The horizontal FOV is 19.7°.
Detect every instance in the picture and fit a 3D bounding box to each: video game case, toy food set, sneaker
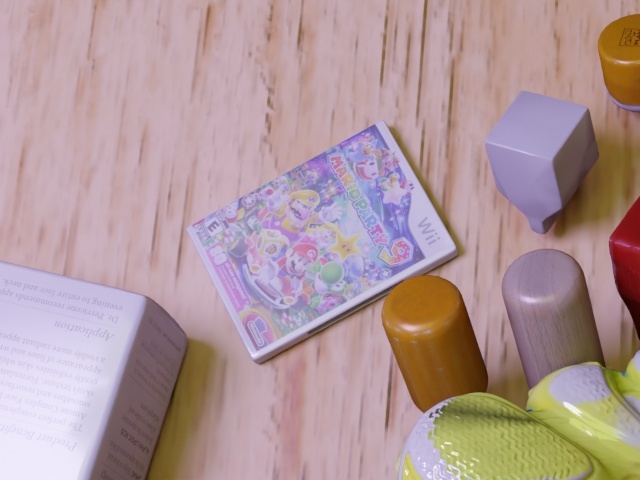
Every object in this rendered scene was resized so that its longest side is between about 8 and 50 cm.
[{"bbox_3d":[0.000,0.000,0.976,0.122,0.011,0.087,-29,66,1],"label":"video game case"},{"bbox_3d":[0.136,0.003,0.917,0.111,0.104,0.232,17,56,32],"label":"toy food set"},{"bbox_3d":[0.141,0.118,0.869,0.240,0.126,0.091,-4,42,-18],"label":"sneaker"}]

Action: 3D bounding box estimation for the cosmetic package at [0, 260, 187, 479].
[{"bbox_3d":[-0.160,0.132,0.924,0.117,0.085,0.231,13,75,17],"label":"cosmetic package"}]
